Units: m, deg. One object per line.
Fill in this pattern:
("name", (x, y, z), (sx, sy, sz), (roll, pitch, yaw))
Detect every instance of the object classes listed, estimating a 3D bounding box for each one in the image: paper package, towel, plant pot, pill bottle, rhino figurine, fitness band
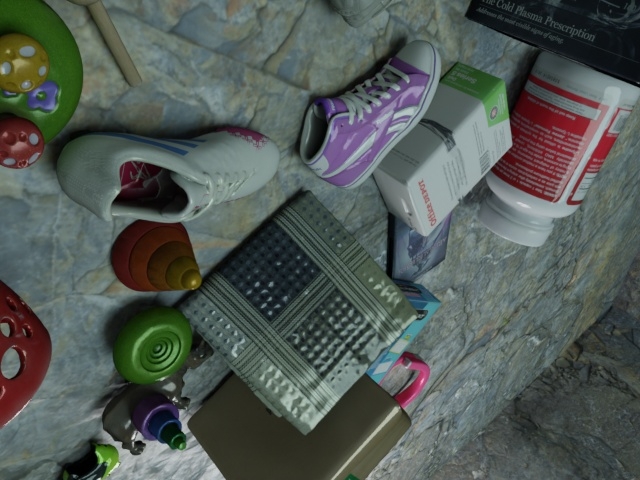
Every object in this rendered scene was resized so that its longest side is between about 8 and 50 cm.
("paper package", (-0.037, 0.354, 1.153), (0.325, 0.309, 0.168), (-45, 144, -7))
("towel", (-0.029, 0.127, 1.034), (0.312, 0.056, 0.324), (-44, 102, -12))
("plant pot", (-0.406, 0.097, 0.611), (0.191, 0.191, 0.174), (-35, 134, -23))
("pill bottle", (0.523, -0.201, 1.360), (0.229, 0.229, 0.407), (-10, 128, -44))
("rhino figurine", (-0.263, 0.243, 1.001), (0.243, 0.073, 0.106), (-47, 141, -12))
("fitness band", (0.221, 0.426, 1.742), (0.209, 0.054, 0.291), (-55, 144, 6))

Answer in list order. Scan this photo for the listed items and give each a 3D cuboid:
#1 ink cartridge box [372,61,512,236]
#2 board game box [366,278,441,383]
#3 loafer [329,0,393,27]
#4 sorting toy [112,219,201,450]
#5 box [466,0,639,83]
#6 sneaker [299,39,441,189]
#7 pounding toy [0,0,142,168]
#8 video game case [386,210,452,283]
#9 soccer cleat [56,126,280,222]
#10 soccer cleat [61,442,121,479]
("ink cartridge box", (0.238, -0.173, 1.159), (0.273, 0.115, 0.198), (-46, 145, -9))
("board game box", (0.107, 0.244, 1.399), (0.254, 0.079, 0.336), (13, 116, -53))
("loafer", (0.130, -0.431, 0.816), (0.319, 0.112, 0.111), (-43, 151, 1))
("sorting toy", (-0.216, 0.153, 0.862), (0.127, 0.126, 0.365), (-11, 115, -41))
("box", (0.478, -0.452, 0.979), (0.179, 0.343, 0.312), (-3, 123, -47))
("sneaker", (0.076, -0.218, 0.949), (0.161, 0.102, 0.282), (25, 101, -52))
("pounding toy", (-0.282, -0.158, 0.581), (0.237, 0.110, 0.183), (-36, 143, -21))
("video game case", (0.232, -0.007, 1.385), (0.196, 0.026, 0.274), (-32, 140, -25))
("soccer cleat", (-0.161, -0.074, 0.766), (0.331, 0.143, 0.116), (-10, 128, -44))
("soccer cleat", (-0.417, 0.419, 1.006), (0.179, 0.060, 0.072), (-53, 137, -9))
